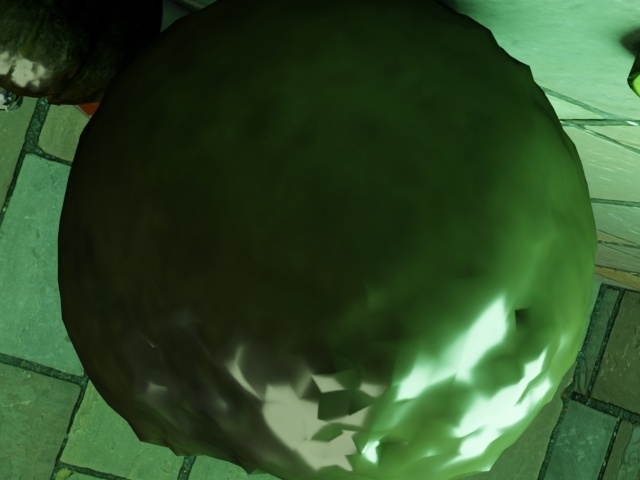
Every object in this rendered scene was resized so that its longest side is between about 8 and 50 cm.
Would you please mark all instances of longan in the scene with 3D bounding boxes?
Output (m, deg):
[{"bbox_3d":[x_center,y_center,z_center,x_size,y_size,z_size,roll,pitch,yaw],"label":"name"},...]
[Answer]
[{"bbox_3d":[0.005,-0.008,1.074,0.436,0.404,0.404,9,172,46],"label":"longan"}]

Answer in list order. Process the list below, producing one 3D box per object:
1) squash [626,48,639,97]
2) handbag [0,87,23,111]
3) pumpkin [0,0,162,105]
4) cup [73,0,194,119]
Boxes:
[{"bbox_3d":[0.328,-0.094,0.963,0.219,0.041,0.219,23,177,1],"label":"squash"},{"bbox_3d":[-0.380,-0.228,1.321,0.229,0.207,0.127,-1,159,18],"label":"handbag"},{"bbox_3d":[-0.242,-0.215,1.136,0.238,0.159,0.238,24,-160,-9],"label":"pumpkin"},{"bbox_3d":[-0.146,-0.149,1.381,0.288,0.203,0.203,36,175,-11],"label":"cup"}]
